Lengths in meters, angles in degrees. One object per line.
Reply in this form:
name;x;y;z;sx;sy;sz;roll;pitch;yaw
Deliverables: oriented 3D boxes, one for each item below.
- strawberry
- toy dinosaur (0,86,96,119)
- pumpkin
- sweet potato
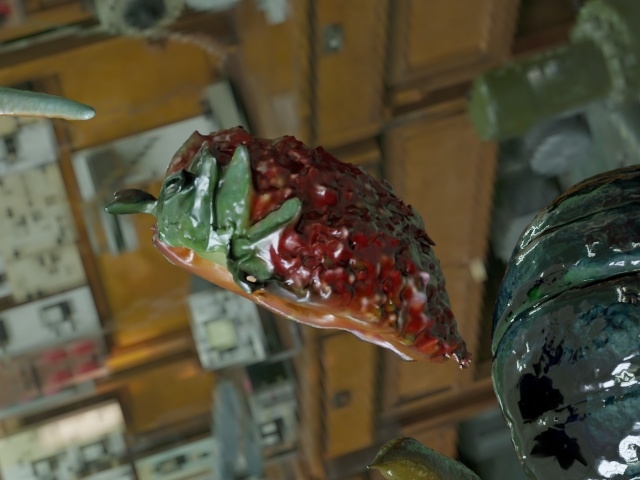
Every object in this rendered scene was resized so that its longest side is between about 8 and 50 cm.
strawberry;-0.002;-0.001;0.866;0.140;0.192;0.085;98;-167;-83
toy dinosaur;-0.181;-0.043;0.701;0.187;0.106;0.044;30;163;31
pumpkin;0.150;0.061;0.748;0.150;0.194;0.194;-4;105;48
sweet potato;0.101;0.211;1.447;0.274;0.067;0.067;44;-162;-52
